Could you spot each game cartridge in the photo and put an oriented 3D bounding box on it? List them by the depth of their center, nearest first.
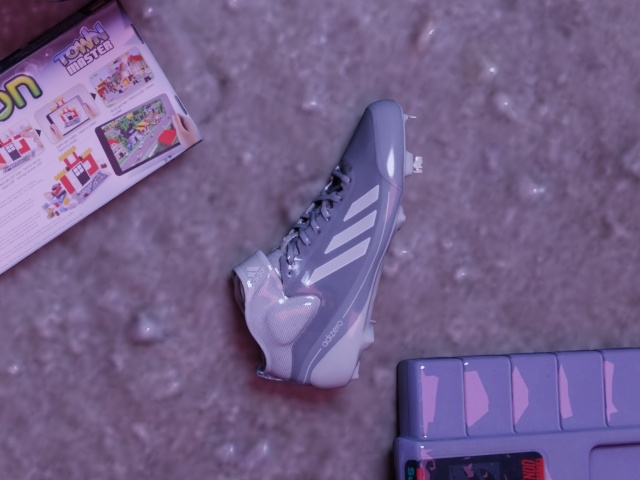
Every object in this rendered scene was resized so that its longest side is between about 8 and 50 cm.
[{"bbox_3d":[0.167,0.257,1.435,0.230,0.068,0.355,-2,88,-23],"label":"game cartridge"}]

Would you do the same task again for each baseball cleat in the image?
[{"bbox_3d":[0.000,0.000,1.353,0.109,0.072,0.206,9,95,-15],"label":"baseball cleat"}]

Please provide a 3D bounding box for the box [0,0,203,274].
[{"bbox_3d":[-0.191,-0.058,1.289,0.207,0.036,0.114,-34,111,-10],"label":"box"}]
